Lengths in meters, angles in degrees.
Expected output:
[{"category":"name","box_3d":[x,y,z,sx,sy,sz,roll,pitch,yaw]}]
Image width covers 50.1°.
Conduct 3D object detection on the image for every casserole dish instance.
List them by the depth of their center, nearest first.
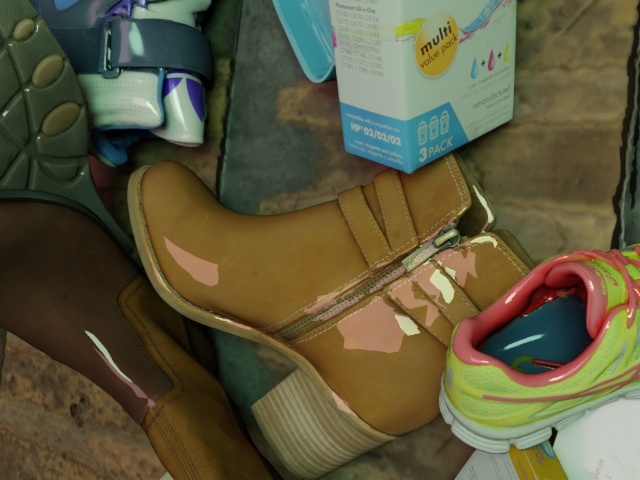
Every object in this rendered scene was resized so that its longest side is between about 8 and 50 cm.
[{"category":"casserole dish","box_3d":[0.009,-0.194,0.498,0.114,0.036,0.188,-62,37,39]}]

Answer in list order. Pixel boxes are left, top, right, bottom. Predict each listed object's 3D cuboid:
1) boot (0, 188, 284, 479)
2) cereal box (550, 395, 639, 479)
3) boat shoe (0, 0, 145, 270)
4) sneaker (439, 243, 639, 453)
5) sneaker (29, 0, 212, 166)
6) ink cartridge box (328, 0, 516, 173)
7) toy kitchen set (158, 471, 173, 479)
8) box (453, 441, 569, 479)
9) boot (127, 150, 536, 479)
[{"category":"boot","box_3d":[-0.117,0.111,0.445,0.096,0.264,0.280,-38,56,-3]},{"category":"cereal box","box_3d":[0.232,0.185,0.360,0.240,0.047,0.173,19,95,31]},{"category":"boat shoe","box_3d":[-0.255,-0.056,0.542,0.130,0.132,0.356,26,140,35]},{"category":"sneaker","box_3d":[0.156,0.037,0.358,0.208,0.094,0.081,-29,48,-4]},{"category":"sneaker","box_3d":[-0.110,-0.201,0.568,0.322,0.130,0.236,-30,81,22]},{"category":"ink cartridge box","box_3d":[0.062,-0.145,0.406,0.061,0.104,0.181,27,137,43]},{"category":"toy kitchen set","box_3d":[-0.119,0.307,0.560,0.122,0.166,0.207,36,68,28]},{"category":"box","box_3d":[0.102,0.179,0.414,0.081,0.028,0.136,-103,30,-55]},{"category":"boot","box_3d":[0.000,0.000,0.481,0.220,0.109,0.283,-43,67,20]}]
